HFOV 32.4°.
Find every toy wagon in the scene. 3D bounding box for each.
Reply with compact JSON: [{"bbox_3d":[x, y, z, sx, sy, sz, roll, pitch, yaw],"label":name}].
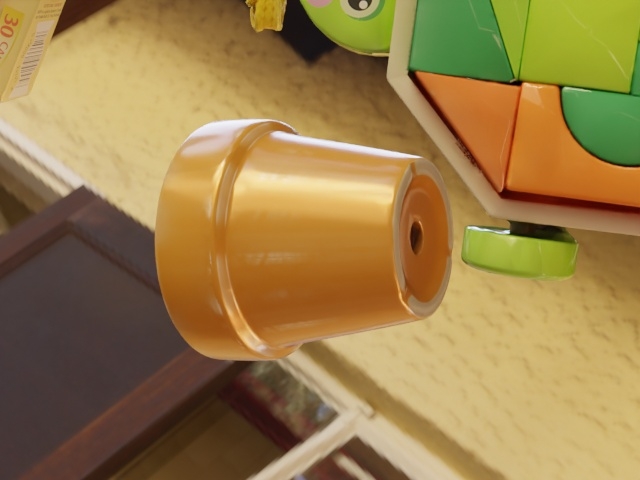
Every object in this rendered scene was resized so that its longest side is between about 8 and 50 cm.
[{"bbox_3d":[0.130,-0.111,0.513,0.344,0.267,0.068,8,5,4],"label":"toy wagon"}]

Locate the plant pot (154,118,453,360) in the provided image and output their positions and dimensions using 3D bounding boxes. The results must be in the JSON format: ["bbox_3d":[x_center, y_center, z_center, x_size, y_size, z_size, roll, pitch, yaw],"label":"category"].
[{"bbox_3d":[0.000,0.000,0.904,0.188,0.205,0.205,0,-52,28],"label":"plant pot"}]

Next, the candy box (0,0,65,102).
[{"bbox_3d":[-0.346,-0.327,1.154,0.183,0.316,0.087,26,15,0],"label":"candy box"}]
